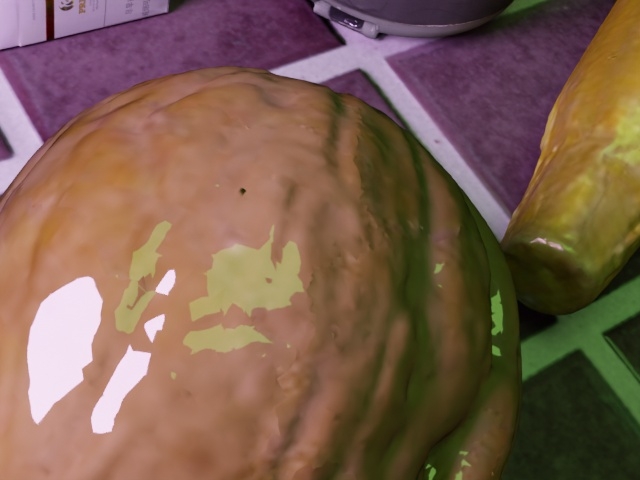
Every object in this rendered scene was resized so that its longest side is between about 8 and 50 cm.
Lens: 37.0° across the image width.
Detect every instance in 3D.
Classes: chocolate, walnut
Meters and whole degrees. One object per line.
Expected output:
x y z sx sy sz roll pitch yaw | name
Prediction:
0.277 -0.111 0.810 0.162 0.162 0.445 34 60 8 | chocolate
-0.054 0.075 0.497 0.333 0.332 0.332 6 57 -10 | walnut

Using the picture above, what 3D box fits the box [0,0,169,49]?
-0.197 -0.210 0.775 0.154 0.084 0.040 -19 65 -24 | box

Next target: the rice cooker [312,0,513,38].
0.087 -0.350 0.821 0.289 0.277 0.288 6 57 -9 | rice cooker
